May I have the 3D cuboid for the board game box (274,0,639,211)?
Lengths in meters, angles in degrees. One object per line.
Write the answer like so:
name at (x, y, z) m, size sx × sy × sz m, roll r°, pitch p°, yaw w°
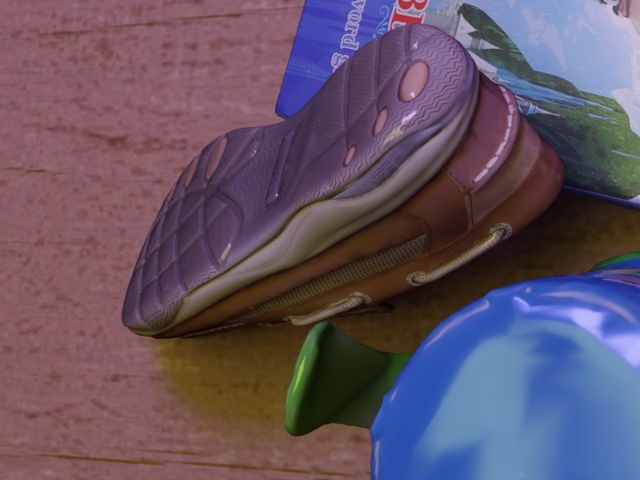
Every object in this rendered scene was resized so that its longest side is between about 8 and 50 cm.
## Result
board game box at (0.160, -0.181, 0.881) m, size 0.318 × 0.066 × 0.319 m, roll 15°, pitch 91°, yaw 28°

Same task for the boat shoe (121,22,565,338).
boat shoe at (0.000, 0.000, 0.883) m, size 0.324 × 0.116 × 0.123 m, roll -25°, pitch 41°, yaw 53°

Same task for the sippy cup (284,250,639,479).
sippy cup at (0.139, 0.110, 0.764) m, size 0.305 × 0.224 × 0.240 m, roll -23°, pitch 73°, yaw 22°
